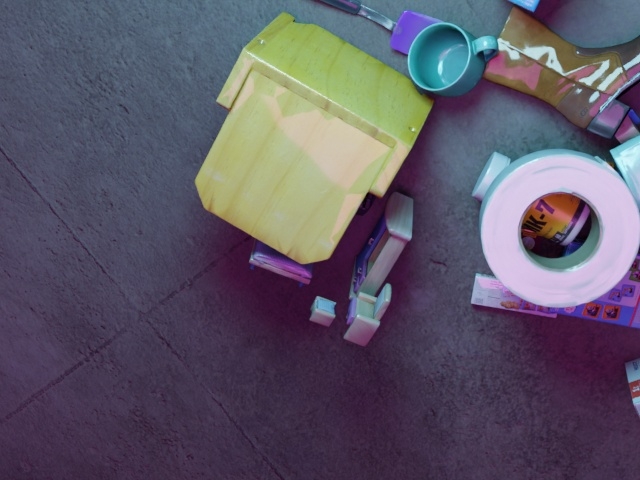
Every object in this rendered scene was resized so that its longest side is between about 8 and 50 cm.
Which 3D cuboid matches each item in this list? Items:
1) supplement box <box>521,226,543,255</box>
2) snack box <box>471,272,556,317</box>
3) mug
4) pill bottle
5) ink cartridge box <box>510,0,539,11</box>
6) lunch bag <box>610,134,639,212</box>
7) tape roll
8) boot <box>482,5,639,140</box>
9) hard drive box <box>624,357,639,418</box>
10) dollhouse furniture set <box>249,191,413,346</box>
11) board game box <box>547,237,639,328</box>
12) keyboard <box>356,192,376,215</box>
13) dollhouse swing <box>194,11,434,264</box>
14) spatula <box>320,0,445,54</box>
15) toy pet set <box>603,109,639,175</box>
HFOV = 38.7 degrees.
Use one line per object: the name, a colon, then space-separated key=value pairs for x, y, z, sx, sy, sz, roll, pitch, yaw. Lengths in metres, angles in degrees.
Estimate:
supplement box: x=0.417 y=0.010 z=1.850 sx=0.055 sy=0.043 sz=0.083 roll=11 pitch=113 yaw=7
snack box: x=0.408 y=0.115 z=1.903 sx=0.178 sy=0.022 sz=0.064 roll=9 pitch=111 yaw=9
mug: x=0.254 y=-0.331 z=1.708 sx=0.158 sy=0.097 sz=0.129 roll=26 pitch=101 yaw=33
pill bottle: x=0.411 y=-0.084 z=1.776 sx=0.208 sy=0.119 sz=0.119 roll=26 pitch=113 yaw=2
ink cartridge box: x=0.385 y=-0.519 z=1.601 sx=0.086 sy=0.148 sz=0.203 roll=26 pitch=114 yaw=3
lunch bag: x=0.682 y=-0.110 z=1.686 sx=0.223 sy=0.160 sz=0.262 roll=-26 pitch=110 yaw=18
tape roll: x=0.435 y=-0.025 z=1.672 sx=0.286 sy=0.100 sz=0.286 roll=2 pitch=102 yaw=8
boot: x=0.478 y=-0.359 z=1.690 sx=0.280 sy=0.096 sz=0.264 roll=32 pitch=106 yaw=15
hard drive box: x=0.741 y=0.283 z=1.810 sx=0.232 sy=0.181 sz=0.089 roll=-23 pitch=104 yaw=18
dollhouse furniture set: x=0.000 y=0.000 z=1.786 sx=0.303 sy=0.286 sz=0.198 roll=21 pitch=126 yaw=-8
board game box: x=0.582 y=0.088 z=1.836 sx=0.211 sy=0.039 sz=0.160 roll=10 pitch=112 yaw=0
keyboard: x=-0.030 y=-0.165 z=1.858 sx=0.317 sy=0.033 sz=0.201 roll=12 pitch=118 yaw=-1
dollhouse swing: x=-0.022 y=-0.188 z=1.755 sx=0.347 sy=0.315 sz=0.305 roll=29 pitch=126 yaw=1
spatula: x=0.094 y=-0.436 z=1.758 sx=0.296 sy=0.030 sz=0.084 roll=24 pitch=116 yaw=2
toy pet set: x=0.584 y=-0.197 z=1.742 sx=0.122 sy=0.065 sz=0.114 roll=-33 pitch=135 yaw=24
